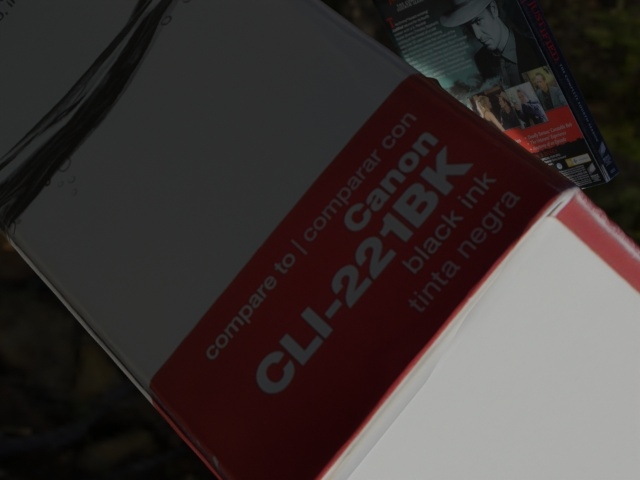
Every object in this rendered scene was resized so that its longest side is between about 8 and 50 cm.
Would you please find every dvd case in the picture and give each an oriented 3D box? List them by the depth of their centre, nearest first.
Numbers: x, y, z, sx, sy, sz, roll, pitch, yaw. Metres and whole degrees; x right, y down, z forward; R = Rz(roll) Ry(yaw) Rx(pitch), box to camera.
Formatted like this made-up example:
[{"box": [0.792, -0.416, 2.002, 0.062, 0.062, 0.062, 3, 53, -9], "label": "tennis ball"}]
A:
[{"box": [0.078, -0.073, 0.810, 0.087, 0.013, 0.119, -17, -76, 52], "label": "dvd case"}]

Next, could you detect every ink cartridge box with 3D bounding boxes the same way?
[{"box": [0.000, 0.000, 0.563, 0.114, 0.197, 0.273, -51, -132, 2], "label": "ink cartridge box"}]
